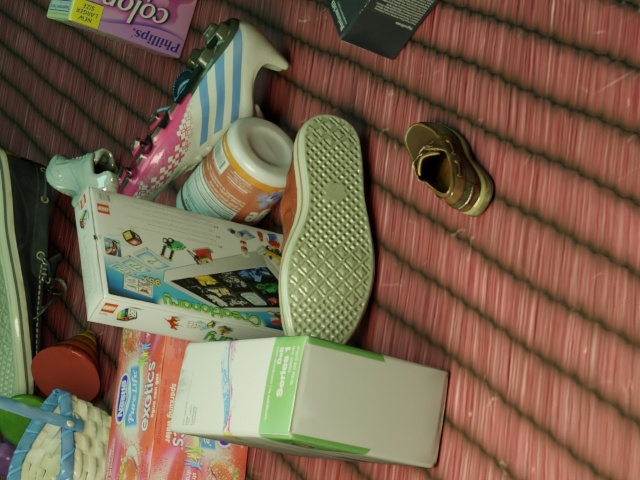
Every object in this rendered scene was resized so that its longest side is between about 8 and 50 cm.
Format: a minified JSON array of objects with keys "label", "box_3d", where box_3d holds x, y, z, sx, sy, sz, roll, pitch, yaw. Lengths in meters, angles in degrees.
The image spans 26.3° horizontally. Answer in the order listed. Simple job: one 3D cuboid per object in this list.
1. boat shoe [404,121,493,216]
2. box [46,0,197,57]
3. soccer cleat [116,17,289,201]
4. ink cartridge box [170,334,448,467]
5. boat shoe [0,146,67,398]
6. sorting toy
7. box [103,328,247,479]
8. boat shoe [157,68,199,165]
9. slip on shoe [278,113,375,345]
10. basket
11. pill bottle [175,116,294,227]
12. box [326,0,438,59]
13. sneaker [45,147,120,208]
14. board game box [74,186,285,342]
[{"label":"boat shoe","box_3d":[0.140,-0.094,1.612,0.064,0.060,0.178,-60,34,21]},{"label":"box","box_3d":[-0.321,-0.461,2.345,0.117,0.214,0.242,22,95,59]},{"label":"soccer cleat","box_3d":[-0.167,-0.164,1.998,0.331,0.143,0.116,-57,20,-1]},{"label":"ink cartridge box","box_3d":[-0.019,0.188,1.599,0.278,0.201,0.117,-9,68,56]},{"label":"boat shoe","box_3d":[-0.559,0.068,2.548,0.187,0.156,0.500,-22,70,46]},{"label":"sorting toy","box_3d":[-0.473,0.275,2.395,0.365,0.127,0.126,-52,9,35]},{"label":"box","box_3d":[-0.191,0.231,1.898,0.142,0.154,0.299,-18,63,54]},{"label":"boat shoe","box_3d":[-0.192,-0.201,2.147,0.109,0.089,0.258,-61,35,20]},{"label":"slip on shoe","box_3d":[0.000,0.000,1.751,0.101,0.123,0.331,125,149,-58]},{"label":"basket","box_3d":[-0.442,0.352,2.099,0.254,0.289,0.201,-50,39,31]},{"label":"pill bottle","box_3d":[-0.130,-0.068,1.963,0.216,0.121,0.121,-46,41,38]},{"label":"box","box_3d":[0.084,-0.351,1.785,0.158,0.093,0.156,-52,38,33]},{"label":"sneaker","box_3d":[-0.415,-0.120,2.479,0.232,0.090,0.115,36,100,47]},{"label":"board game box","box_3d":[-0.165,0.045,1.792,0.053,0.305,0.193,-52,38,35]}]
